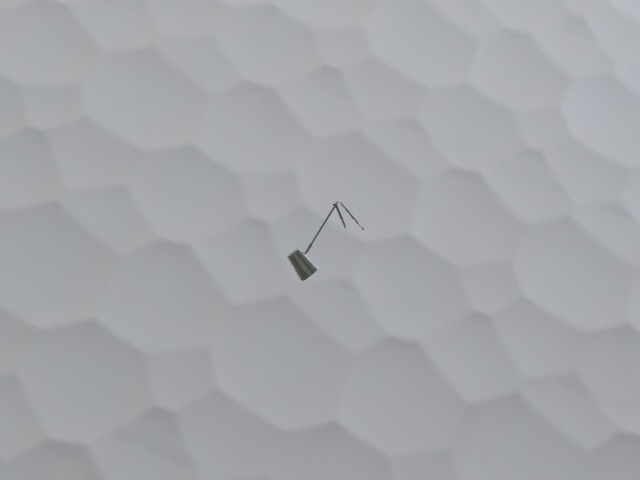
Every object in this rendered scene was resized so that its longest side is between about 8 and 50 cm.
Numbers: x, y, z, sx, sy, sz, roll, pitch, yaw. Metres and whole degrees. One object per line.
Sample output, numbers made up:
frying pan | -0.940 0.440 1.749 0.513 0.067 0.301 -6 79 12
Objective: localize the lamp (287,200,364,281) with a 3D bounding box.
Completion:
lamp | -0.001 0.000 1.971 0.121 0.054 0.041 -42 8 -26
